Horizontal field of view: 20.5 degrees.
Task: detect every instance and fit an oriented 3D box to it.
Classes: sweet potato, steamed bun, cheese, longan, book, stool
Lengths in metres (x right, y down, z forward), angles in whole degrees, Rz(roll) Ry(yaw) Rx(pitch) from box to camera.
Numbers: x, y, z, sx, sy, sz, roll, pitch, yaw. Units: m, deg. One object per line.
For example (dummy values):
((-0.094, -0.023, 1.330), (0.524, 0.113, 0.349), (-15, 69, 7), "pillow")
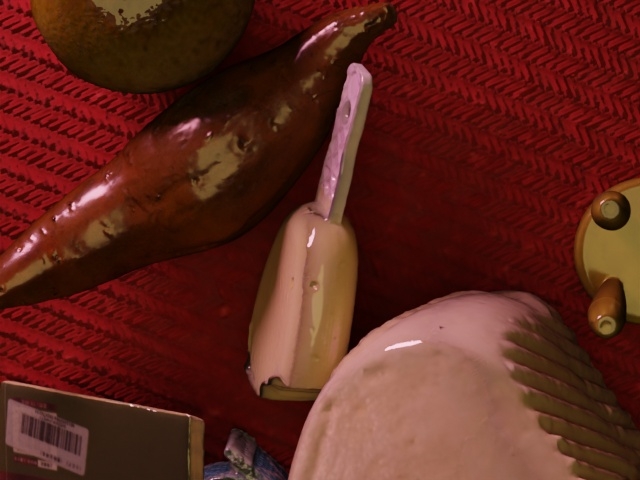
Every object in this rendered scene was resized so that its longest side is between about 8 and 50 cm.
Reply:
((-0.082, -0.050, 1.277), (0.359, 0.112, 0.112), (-39, 93, 9), "sweet potato")
((0.088, 0.187, 1.211), (0.272, 0.290, 0.273), (-35, 75, 12), "steamed bun")
((0.000, 0.000, 1.246), (0.050, 0.127, 0.255), (7, 113, -16), "cheese")
((-0.126, -0.180, 1.234), (0.145, 0.176, 0.154), (38, 81, 21), "longan")
((-0.164, 0.255, 1.308), (0.201, 0.026, 0.289), (6, 100, 35), "book")
((0.241, 0.014, 1.261), (0.135, 0.110, 0.134), (-44, 91, 6), "stool")

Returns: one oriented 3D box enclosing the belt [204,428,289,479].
((-0.059, 0.249, 1.322), (0.147, 0.082, 0.163), (-43, 93, 3), "belt")
